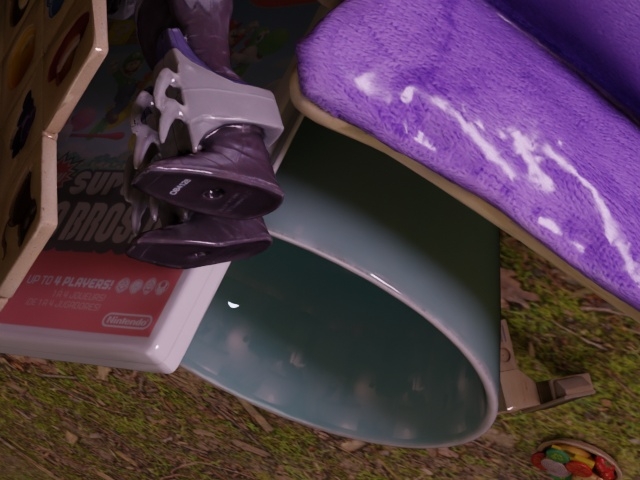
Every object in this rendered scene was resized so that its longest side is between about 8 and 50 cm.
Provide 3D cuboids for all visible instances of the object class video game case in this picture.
[{"bbox_3d":[-0.105,-0.055,0.835,0.204,0.285,0.025,2,145,38],"label":"video game case"}]

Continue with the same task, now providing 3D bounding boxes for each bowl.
[{"bbox_3d":[0.000,0.000,0.962,0.311,0.163,0.311,21,155,10],"label":"bowl"}]

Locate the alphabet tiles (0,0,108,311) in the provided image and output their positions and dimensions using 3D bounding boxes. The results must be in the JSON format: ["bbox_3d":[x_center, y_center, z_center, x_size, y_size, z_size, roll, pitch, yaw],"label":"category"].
[{"bbox_3d":[-0.184,-0.080,0.781,0.011,0.342,0.285,18,131,-27],"label":"alphabet tiles"}]

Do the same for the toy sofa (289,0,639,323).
[{"bbox_3d":[0.177,-0.070,0.690,0.362,0.177,0.150,35,151,-13],"label":"toy sofa"}]

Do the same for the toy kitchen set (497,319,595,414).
[{"bbox_3d":[0.179,0.096,1.126,0.083,0.075,0.068,-7,168,-25],"label":"toy kitchen set"}]

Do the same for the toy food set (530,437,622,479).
[{"bbox_3d":[0.234,0.207,1.276,0.082,0.020,0.083,22,152,9],"label":"toy food set"}]

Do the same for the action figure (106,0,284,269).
[{"bbox_3d":[-0.074,-0.136,0.719,0.099,0.285,0.185,3,154,-26],"label":"action figure"}]
